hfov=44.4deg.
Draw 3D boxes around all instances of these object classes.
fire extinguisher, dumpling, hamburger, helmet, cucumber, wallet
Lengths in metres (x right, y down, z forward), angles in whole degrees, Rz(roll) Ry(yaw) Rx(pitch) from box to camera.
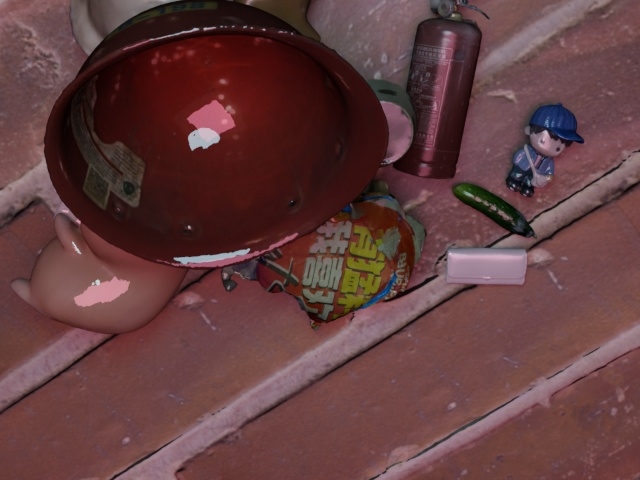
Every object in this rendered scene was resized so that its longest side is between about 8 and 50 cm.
[{"bbox_3d":[0.175,-0.226,1.109,0.104,0.105,0.269,9,106,0],"label":"fire extinguisher"},{"bbox_3d":[-0.247,-0.354,1.084,0.226,0.243,0.175,-4,148,23],"label":"dumpling"},{"bbox_3d":[-0.001,-0.008,1.171,0.276,0.150,0.260,30,124,-24],"label":"hamburger"},{"bbox_3d":[-0.129,-0.164,0.961,0.384,0.230,0.338,-18,134,6],"label":"helmet"},{"bbox_3d":[0.270,-0.046,1.190,0.155,0.037,0.037,31,105,-6],"label":"cucumber"},{"bbox_3d":[0.257,0.041,1.221,0.122,0.025,0.061,1,113,2],"label":"wallet"}]

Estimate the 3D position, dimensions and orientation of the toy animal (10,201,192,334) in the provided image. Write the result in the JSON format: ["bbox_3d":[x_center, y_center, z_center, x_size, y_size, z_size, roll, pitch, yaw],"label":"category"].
[{"bbox_3d":[-0.299,0.013,1.168,0.213,0.195,0.256,35,107,1],"label":"toy animal"}]

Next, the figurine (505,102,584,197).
[{"bbox_3d":[0.327,-0.134,1.154,0.077,0.079,0.136,23,129,-7],"label":"figurine"}]

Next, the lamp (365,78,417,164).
[{"bbox_3d":[0.070,-0.161,1.070,0.121,0.215,0.121,-1,107,-5],"label":"lamp"}]

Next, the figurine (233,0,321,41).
[{"bbox_3d":[-0.020,-0.374,1.038,0.173,0.177,0.247,8,95,19],"label":"figurine"}]
